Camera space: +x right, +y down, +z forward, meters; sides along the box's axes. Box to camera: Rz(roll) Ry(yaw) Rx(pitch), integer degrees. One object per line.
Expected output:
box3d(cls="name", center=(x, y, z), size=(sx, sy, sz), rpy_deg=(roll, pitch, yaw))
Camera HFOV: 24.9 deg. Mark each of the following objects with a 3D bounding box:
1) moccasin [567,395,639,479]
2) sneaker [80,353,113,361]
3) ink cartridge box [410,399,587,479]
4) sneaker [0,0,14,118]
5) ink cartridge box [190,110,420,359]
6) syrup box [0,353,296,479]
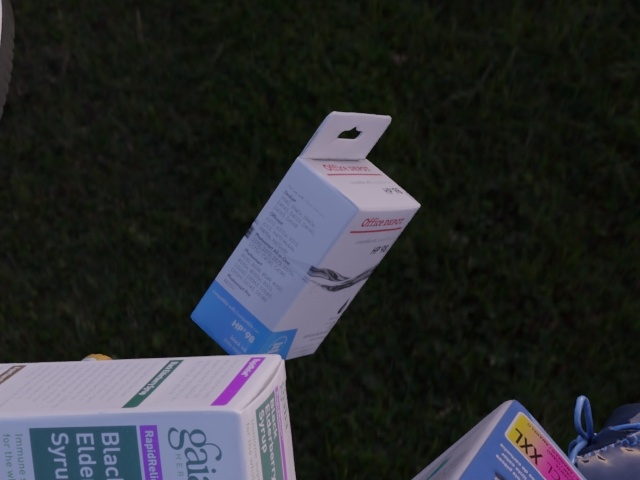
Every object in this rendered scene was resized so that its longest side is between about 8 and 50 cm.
box3d(cls="moccasin", center=(0.277, 0.202, 1.260), size=(0.342, 0.137, 0.116), rpy_deg=(-5, 57, -23))
box3d(cls="sneaker", center=(-0.261, 0.224, 1.356), size=(0.112, 0.296, 0.131), rpy_deg=(36, 47, 9))
box3d(cls="ink cartridge box", center=(0.041, 0.297, 0.994), size=(0.151, 0.395, 0.270), rpy_deg=(48, 113, 6))
box3d(cls="sneaker", center=(-0.227, -0.048, 0.494), size=(0.124, 0.178, 0.295), rpy_deg=(-12, 43, 30))
box3d(cls="ink cartridge box", center=(0.000, 0.000, 1.012), size=(0.060, 0.104, 0.180), rpy_deg=(42, 110, 19))
box3d(cls="syrup box", center=(-0.136, 0.121, 0.769), size=(0.237, 0.096, 0.093), rpy_deg=(-3, 102, 15))
